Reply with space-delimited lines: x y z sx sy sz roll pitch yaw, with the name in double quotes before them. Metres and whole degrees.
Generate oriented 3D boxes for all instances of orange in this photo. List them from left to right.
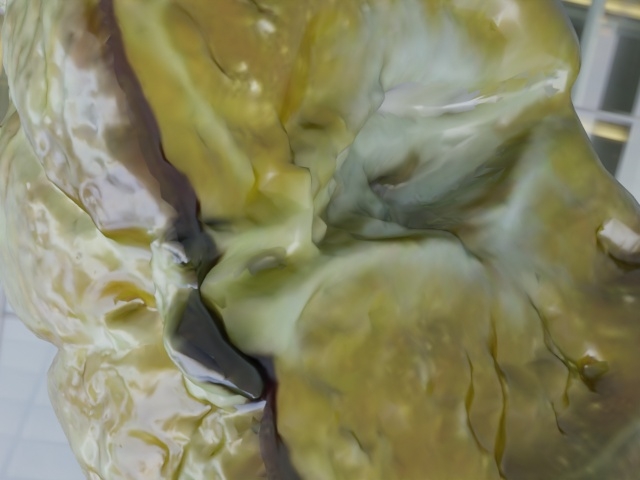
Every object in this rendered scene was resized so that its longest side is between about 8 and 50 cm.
"orange" 0.000 0.000 0.494 0.270 0.369 0.210 -25 -174 -39
